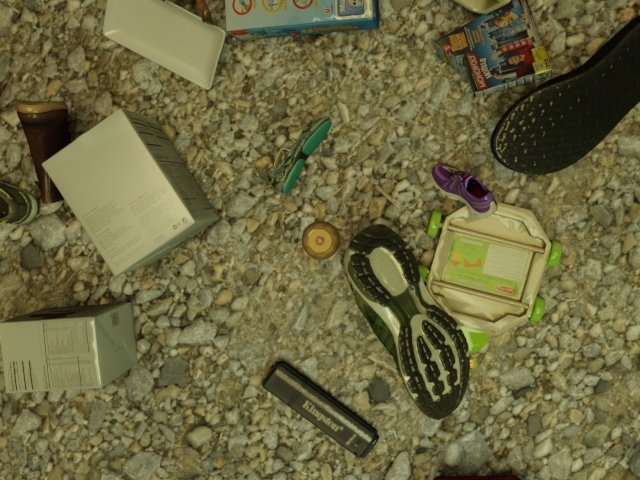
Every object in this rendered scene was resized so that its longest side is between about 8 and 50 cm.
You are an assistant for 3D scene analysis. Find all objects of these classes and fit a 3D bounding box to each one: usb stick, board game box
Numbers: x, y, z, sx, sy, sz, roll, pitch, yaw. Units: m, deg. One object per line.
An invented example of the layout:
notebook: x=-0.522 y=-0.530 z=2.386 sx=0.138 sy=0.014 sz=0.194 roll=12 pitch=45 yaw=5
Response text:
usb stick: x=-0.001 y=0.364 z=1.418 sx=0.278 sy=0.045 sz=0.077 roll=36 pitch=96 yaw=2
board game box: x=-0.040 y=-0.574 z=1.314 sx=0.302 sy=0.086 sz=0.308 roll=0 pitch=94 yaw=14
board game box: x=0.332 y=-0.368 z=1.294 sx=0.194 sy=0.060 sz=0.194 roll=-15 pitch=65 yaw=14

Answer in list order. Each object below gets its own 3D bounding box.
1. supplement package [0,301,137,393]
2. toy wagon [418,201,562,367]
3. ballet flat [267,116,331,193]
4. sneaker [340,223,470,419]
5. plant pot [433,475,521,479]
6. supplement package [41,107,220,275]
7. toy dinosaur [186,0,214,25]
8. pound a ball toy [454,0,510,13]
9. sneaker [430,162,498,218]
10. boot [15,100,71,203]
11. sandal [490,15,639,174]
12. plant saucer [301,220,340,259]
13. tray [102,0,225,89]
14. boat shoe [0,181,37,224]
supplement package: x=-0.526 y=0.221 z=1.388 sx=0.203 sy=0.194 sz=0.149 roll=-4 pitch=93 yaw=6
toy wagon: x=0.328 y=0.090 z=1.353 sx=0.267 sy=0.068 sz=0.344 roll=15 pitch=96 yaw=5
ballet flat: x=-0.051 y=-0.190 z=1.377 sx=0.070 sy=0.070 sz=0.188 roll=34 pitch=93 yaw=3
sneaker: x=0.162 y=0.165 z=1.332 sx=0.158 sy=0.182 sz=0.410 roll=-26 pitch=91 yaw=-18
plant pot: x=0.326 y=0.608 z=1.306 sx=0.267 sy=0.267 sz=0.235 roll=-4 pitch=82 yaw=6
supplement package: x=-0.378 y=-0.099 z=1.347 sx=0.199 sy=0.198 sz=0.262 roll=-33 pitch=91 yaw=8
toy dinosaur: x=-0.242 y=-0.556 z=1.284 sx=0.127 sy=0.295 sz=0.200 roll=16 pitch=113 yaw=-25
pound a ball toy: x=0.306 y=-0.629 z=1.247 sx=0.208 sy=0.136 sz=0.319 roll=23 pitch=86 yaw=-19
sneaker: x=0.289 y=-0.116 z=1.311 sx=0.068 sy=0.071 sz=0.170 roll=-37 pitch=49 yaw=-14
boot: x=-0.555 y=-0.178 z=1.341 sx=0.090 sy=0.248 sz=0.206 roll=-2 pitch=96 yaw=-10
sandal: x=0.516 y=-0.277 z=1.291 sx=0.446 sy=0.107 sz=0.167 roll=-35 pitch=107 yaw=-7
plant saucer: x=0.000 y=0.000 z=1.407 sx=0.084 sy=0.015 sz=0.083 roll=0 pitch=94 yaw=6
tray: x=-0.328 y=-0.440 z=1.380 sx=0.270 sy=0.030 sz=0.145 roll=28 pitch=127 yaw=3
boat shoe: x=-0.787 y=-0.104 z=1.444 sx=0.305 sy=0.091 sz=0.109 roll=14 pitch=95 yaw=5
